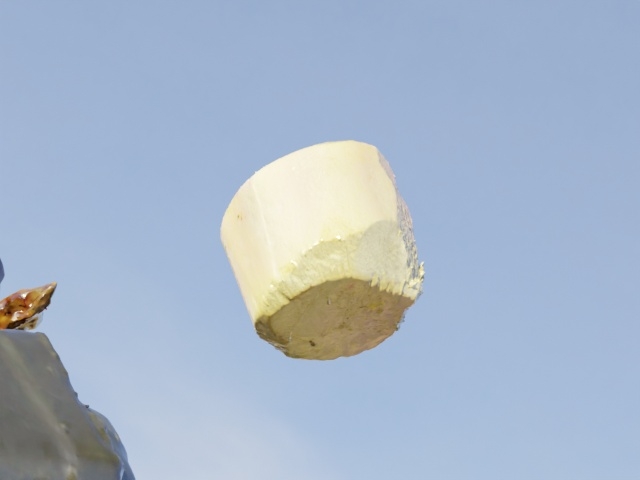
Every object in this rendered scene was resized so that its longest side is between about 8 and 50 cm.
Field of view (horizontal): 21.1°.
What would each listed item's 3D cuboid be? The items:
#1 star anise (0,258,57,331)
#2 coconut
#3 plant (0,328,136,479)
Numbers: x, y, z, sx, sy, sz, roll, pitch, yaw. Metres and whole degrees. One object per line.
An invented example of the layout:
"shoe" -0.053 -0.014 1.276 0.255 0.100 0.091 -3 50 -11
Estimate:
"star anise" -0.360 0.117 1.738 0.288 0.288 0.088 -10 -1 40
"coconut" 0.000 0.000 1.036 0.116 0.122 0.116 -12 -35 -9
"plant" -0.204 0.139 0.967 0.142 0.164 0.256 50 16 29
